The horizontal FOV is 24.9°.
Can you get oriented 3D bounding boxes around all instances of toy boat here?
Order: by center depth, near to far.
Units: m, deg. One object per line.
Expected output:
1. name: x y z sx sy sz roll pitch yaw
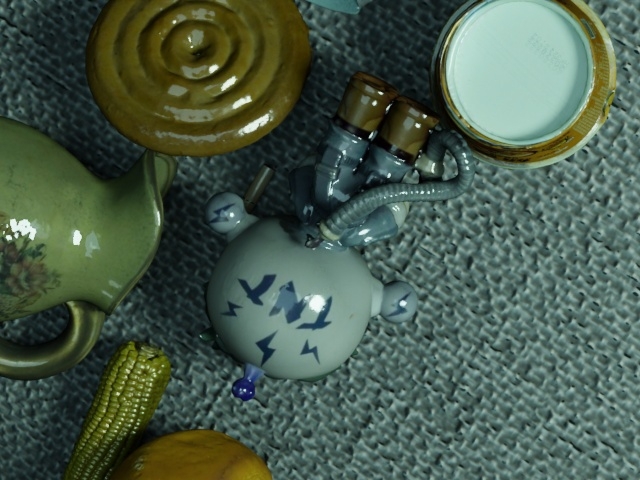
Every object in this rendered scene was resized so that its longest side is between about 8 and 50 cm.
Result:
1. toy boat: -0.002 -0.303 1.687 0.122 0.034 0.096 -8 94 19

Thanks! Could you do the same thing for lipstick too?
1. lipstick: -0.084 -0.048 1.727 0.019 0.019 0.094 33 99 5

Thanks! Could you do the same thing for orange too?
1. orange: -0.168 0.341 1.684 0.183 0.249 0.249 6 97 25

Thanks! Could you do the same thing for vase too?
1. vase: -0.338 0.022 1.692 0.302 0.241 0.329 9 118 -5

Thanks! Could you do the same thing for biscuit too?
1. biscuit: -0.139 -0.214 1.653 0.261 0.037 0.262 -1 66 1

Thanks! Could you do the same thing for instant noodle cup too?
1. instant noodle cup: 0.217 -0.182 1.585 0.215 0.172 0.216 1 95 10

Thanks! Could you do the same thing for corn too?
1. corn: -0.253 0.227 1.754 0.080 0.080 0.231 28 100 6

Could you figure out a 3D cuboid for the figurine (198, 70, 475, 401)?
1. figurine: -0.003 -0.002 1.639 0.261 0.186 0.382 32 105 15
